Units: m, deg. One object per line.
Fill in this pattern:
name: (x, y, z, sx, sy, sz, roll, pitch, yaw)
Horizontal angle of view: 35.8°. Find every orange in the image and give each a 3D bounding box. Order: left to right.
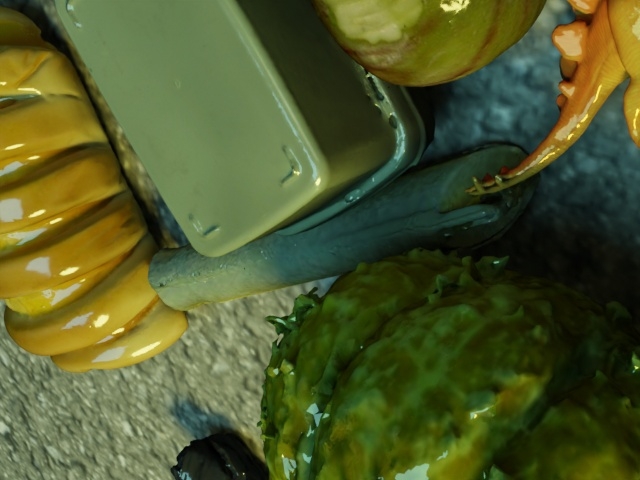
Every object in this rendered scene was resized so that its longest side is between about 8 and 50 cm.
orange: (0.102, 0.135, 0.593, 0.301, 0.223, 0.300, 22, 149, 55)

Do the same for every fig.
fig: (0.078, -0.135, 0.445, 0.245, 0.149, 0.149, 31, 142, 59)

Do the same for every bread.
bread: (-0.241, -0.032, 0.809, 0.172, 0.121, 0.311, -10, 111, 41)

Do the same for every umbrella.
umbrella: (-0.029, 0.266, 0.891, 0.248, 0.071, 0.071, 40, 135, 8)

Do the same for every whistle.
whistle: (0.001, 0.001, 0.692, 0.326, 0.068, 0.057, -14, 112, 42)

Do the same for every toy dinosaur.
toy dinosaur: (0.176, -0.112, 0.489, 0.288, 0.070, 0.117, -23, 93, 39)

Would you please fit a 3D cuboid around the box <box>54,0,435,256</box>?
box: (-0.045, -0.104, 0.587, 0.148, 0.129, 0.210, -32, 88, 40)
